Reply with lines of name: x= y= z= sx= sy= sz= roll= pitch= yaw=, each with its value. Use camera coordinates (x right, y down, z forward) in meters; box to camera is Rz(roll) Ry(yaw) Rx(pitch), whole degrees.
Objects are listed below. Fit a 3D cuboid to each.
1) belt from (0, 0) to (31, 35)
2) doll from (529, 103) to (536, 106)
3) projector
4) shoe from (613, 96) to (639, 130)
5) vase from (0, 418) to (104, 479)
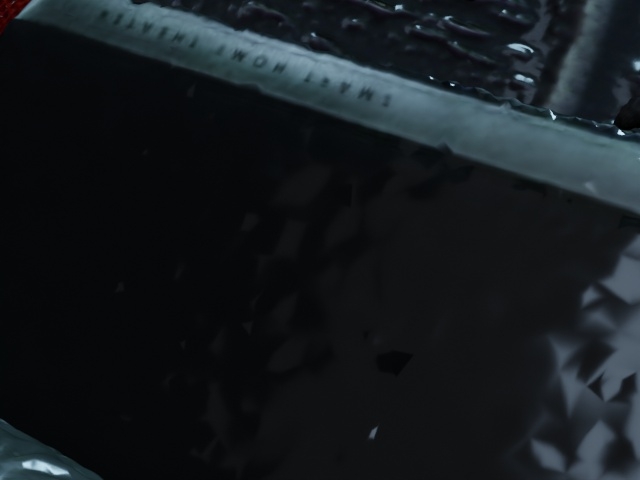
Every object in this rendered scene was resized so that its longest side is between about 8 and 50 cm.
belt: x=-0.187 y=-0.075 z=1.014 sx=0.201 sy=0.128 sz=0.124 roll=-34 pitch=52 yaw=6
doll: x=0.001 y=0.003 z=0.910 sx=0.249 sy=0.088 sz=0.127 roll=-15 pitch=33 yaw=7
projector: x=0.005 y=0.153 z=0.684 sx=0.395 sy=0.242 sz=0.405 roll=19 pitch=86 yaw=31
shoe: x=0.262 y=-0.041 z=0.769 sx=0.291 sy=0.137 sz=0.114 roll=9 pitch=67 yaw=29
vase: x=-0.192 y=0.097 z=0.597 sx=0.301 sy=0.156 sz=0.251 roll=16 pitch=113 yaw=29
